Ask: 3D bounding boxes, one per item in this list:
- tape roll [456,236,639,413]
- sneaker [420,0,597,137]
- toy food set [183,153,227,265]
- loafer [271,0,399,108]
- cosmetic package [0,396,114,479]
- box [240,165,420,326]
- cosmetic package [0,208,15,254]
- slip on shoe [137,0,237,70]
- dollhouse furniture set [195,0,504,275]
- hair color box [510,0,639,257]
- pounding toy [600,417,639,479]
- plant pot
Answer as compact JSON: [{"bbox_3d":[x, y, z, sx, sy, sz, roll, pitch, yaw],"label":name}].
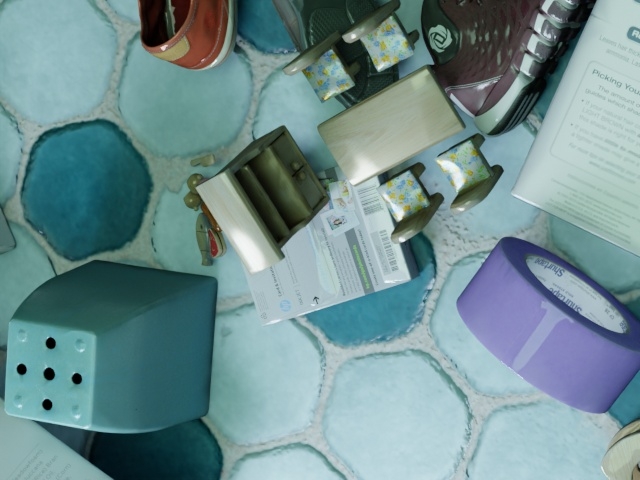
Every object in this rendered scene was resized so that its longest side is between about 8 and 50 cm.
[{"bbox_3d":[0.235,0.083,1.630,0.189,0.189,0.080,39,108,12],"label":"tape roll"},{"bbox_3d":[0.192,-0.257,1.653,0.162,0.106,0.281,37,108,16],"label":"sneaker"},{"bbox_3d":[-0.129,-0.032,1.822,0.078,0.019,0.122,-10,90,58],"label":"toy food set"},{"bbox_3d":[-0.002,-0.252,1.750,0.096,0.084,0.268,-31,89,-10],"label":"loafer"},{"bbox_3d":[-0.373,0.296,1.843,0.453,0.230,0.161,33,65,13],"label":"cosmetic package"},{"bbox_3d":[0.000,0.000,1.789,0.186,0.038,0.145,-19,89,20],"label":"box"},{"bbox_3d":[-0.591,0.019,1.920,0.385,0.217,0.156,-23,88,23],"label":"cosmetic package"},{"bbox_3d":[-0.159,-0.350,1.762,0.123,0.101,0.331,-3,92,37],"label":"slip on shoe"},{"bbox_3d":[0.022,-0.085,1.639,0.242,0.161,0.212,-27,101,28],"label":"dollhouse furniture set"},{"bbox_3d":[0.342,-0.168,1.604,0.174,0.105,0.347,27,105,15],"label":"hair color box"},{"bbox_3d":[0.354,0.267,1.625,0.154,0.155,0.270,5,98,15],"label":"pounding toy"},{"bbox_3d":[-0.239,0.126,1.789,0.165,0.234,0.166,7,99,19],"label":"plant pot"}]
